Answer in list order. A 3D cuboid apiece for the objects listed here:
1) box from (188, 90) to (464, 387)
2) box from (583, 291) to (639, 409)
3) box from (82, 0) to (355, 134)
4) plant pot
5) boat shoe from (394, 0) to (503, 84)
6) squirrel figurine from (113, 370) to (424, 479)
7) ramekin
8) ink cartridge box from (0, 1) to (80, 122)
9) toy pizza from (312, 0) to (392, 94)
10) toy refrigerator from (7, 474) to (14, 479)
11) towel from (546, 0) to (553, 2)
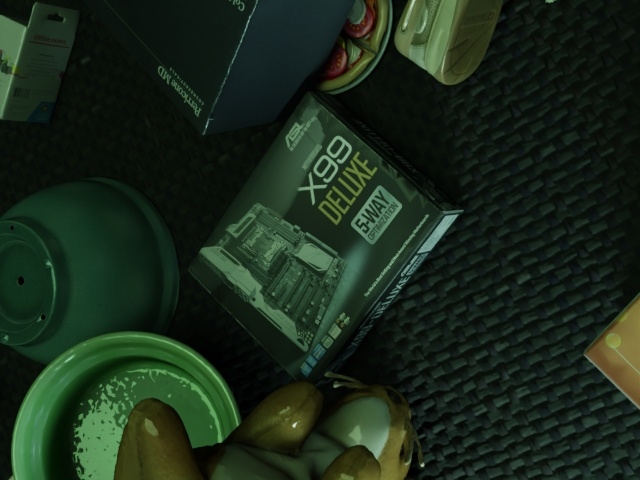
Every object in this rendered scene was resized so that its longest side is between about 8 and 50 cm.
[{"bbox_3d":[0.000,0.000,1.427,0.242,0.076,0.307,44,113,18],"label":"box"},{"bbox_3d":[0.475,0.059,1.109,0.215,0.168,0.345,46,113,19],"label":"box"},{"bbox_3d":[-0.129,-0.366,1.366,0.343,0.179,0.312,49,131,23],"label":"box"},{"bbox_3d":[-0.379,0.053,1.580,0.293,0.196,0.293,1,93,30],"label":"plant pot"},{"bbox_3d":[0.170,-0.354,1.269,0.110,0.121,0.341,38,121,31],"label":"boat shoe"},{"bbox_3d":[-0.044,0.337,1.324,0.281,0.370,0.397,32,121,23],"label":"squirrel figurine"},{"bbox_3d":[-0.246,0.278,1.483,0.303,0.148,0.303,0,81,0],"label":"ramekin"},{"bbox_3d":[-0.436,-0.272,1.646,0.061,0.104,0.181,27,105,25],"label":"ink cartridge box"},{"bbox_3d":[0.000,-0.291,1.438,0.201,0.032,0.201,2,94,30],"label":"toy pizza"},{"bbox_3d":[-0.379,0.350,1.658,0.102,0.094,0.269,49,115,10],"label":"toy refrigerator"},{"bbox_3d":[0.286,-0.360,1.275,0.110,0.027,0.148,-18,84,30],"label":"towel"}]
